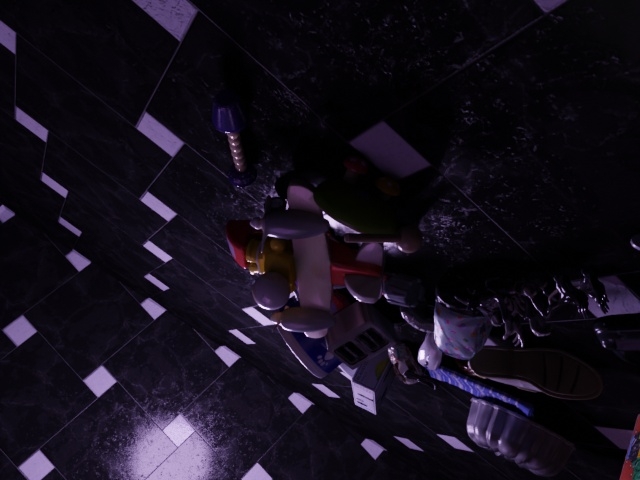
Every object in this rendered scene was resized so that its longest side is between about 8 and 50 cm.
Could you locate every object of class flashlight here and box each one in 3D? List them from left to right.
[{"bbox_3d":[0.106,0.102,1.505,0.304,0.103,0.103,13,146,38],"label":"flashlight"}]

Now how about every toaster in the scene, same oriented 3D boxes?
[{"bbox_3d":[0.111,0.269,1.715,0.168,0.110,0.186,-35,124,16],"label":"toaster"}]

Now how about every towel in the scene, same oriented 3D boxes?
[{"bbox_3d":[0.465,0.444,1.734,0.336,0.040,0.243,20,167,25],"label":"towel"}]

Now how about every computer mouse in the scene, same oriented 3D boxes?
[{"bbox_3d":[0.304,0.332,1.655,0.106,0.042,0.192,25,119,24],"label":"computer mouse"}]

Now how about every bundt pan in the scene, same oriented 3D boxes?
[{"bbox_3d":[0.589,0.608,1.786,0.331,0.124,0.331,27,168,6],"label":"bundt pan"}]

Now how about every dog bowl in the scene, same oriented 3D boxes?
[{"bbox_3d":[-0.033,0.298,1.858,0.264,0.104,0.265,53,-177,-4],"label":"dog bowl"}]

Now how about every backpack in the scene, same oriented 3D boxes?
[{"bbox_3d":[0.324,0.181,1.345,0.152,0.115,0.181,23,137,33],"label":"backpack"}]

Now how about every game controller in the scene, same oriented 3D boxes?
[{"bbox_3d":[0.646,0.164,0.998,0.167,0.067,0.319,28,153,-36],"label":"game controller"}]

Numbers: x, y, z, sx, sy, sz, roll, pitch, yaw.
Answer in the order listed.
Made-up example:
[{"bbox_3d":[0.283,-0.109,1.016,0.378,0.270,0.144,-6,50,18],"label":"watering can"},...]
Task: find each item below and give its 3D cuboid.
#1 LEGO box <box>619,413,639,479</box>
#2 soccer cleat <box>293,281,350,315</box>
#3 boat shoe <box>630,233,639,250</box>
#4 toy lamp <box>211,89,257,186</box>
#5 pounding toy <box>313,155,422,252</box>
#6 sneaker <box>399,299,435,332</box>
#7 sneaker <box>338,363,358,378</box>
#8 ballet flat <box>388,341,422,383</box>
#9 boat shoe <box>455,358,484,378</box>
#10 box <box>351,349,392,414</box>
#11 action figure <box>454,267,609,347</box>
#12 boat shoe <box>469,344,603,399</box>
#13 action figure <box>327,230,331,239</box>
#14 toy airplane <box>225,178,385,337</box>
[{"bbox_3d":[0.951,0.516,1.175,0.501,0.193,0.372,27,155,10],"label":"LEGO box"},{"bbox_3d":[0.021,0.174,1.762,0.117,0.108,0.318,-12,133,31],"label":"soccer cleat"},{"bbox_3d":[0.538,0.017,0.917,0.100,0.035,0.035,12,147,25],"label":"boat shoe"},{"bbox_3d":[-0.185,-0.219,1.274,0.080,0.080,0.274,27,157,11],"label":"toy lamp"},{"bbox_3d":[0.097,-0.084,1.137,0.183,0.110,0.237,12,-154,-29],"label":"pounding toy"},{"bbox_3d":[0.316,0.202,1.480,0.234,0.078,0.106,28,153,-1],"label":"sneaker"},{"bbox_3d":[0.034,0.372,2.097,0.295,0.104,0.147,52,162,-22],"label":"sneaker"},{"bbox_3d":[0.276,0.420,1.908,0.091,0.077,0.241,-21,134,15],"label":"ballet flat"},{"bbox_3d":[0.430,0.336,1.606,0.060,0.064,0.178,34,158,-8],"label":"boat shoe"},{"bbox_3d":[0.187,0.477,2.033,0.087,0.169,0.290,23,153,19],"label":"box"},{"bbox_3d":[0.399,0.134,1.150,0.276,0.164,0.140,-15,88,50],"label":"action figure"},{"bbox_3d":[0.522,0.311,1.419,0.303,0.113,0.103,9,171,33],"label":"boat shoe"},{"bbox_3d":[0.000,0.000,1.523,0.038,0.030,0.115,31,151,-11],"label":"action figure"},{"bbox_3d":[-0.038,0.070,1.365,0.386,0.272,0.384,51,142,-11],"label":"toy airplane"}]
